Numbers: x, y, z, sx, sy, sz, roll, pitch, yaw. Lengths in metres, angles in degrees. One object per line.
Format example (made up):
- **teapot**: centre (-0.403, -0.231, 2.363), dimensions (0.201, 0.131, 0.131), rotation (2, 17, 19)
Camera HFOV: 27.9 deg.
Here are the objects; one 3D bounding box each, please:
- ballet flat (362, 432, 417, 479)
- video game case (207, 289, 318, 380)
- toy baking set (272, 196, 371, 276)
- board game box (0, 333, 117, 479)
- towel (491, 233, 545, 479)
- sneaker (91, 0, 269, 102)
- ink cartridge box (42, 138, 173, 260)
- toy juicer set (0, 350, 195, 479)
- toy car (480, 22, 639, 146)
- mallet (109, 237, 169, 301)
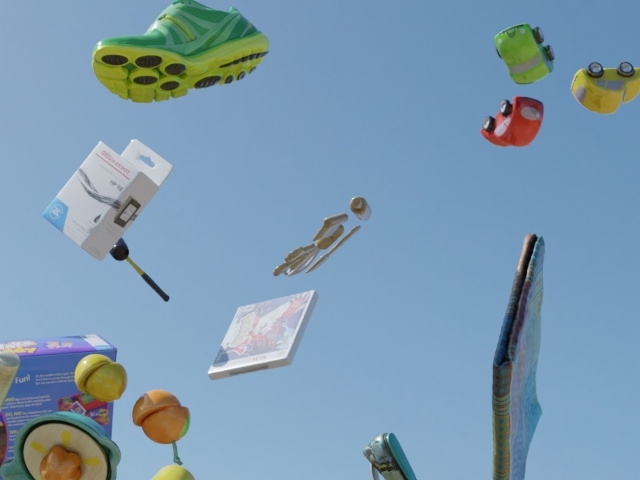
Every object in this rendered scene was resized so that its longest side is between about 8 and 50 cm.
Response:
- **ballet flat**: centre (0.123, 0.375, 1.896), dimensions (0.070, 0.188, 0.070), rotation (-28, -10, -5)
- **video game case**: centre (-0.110, 0.182, 2.493), dimensions (0.183, 0.201, 0.023), rotation (-14, -59, 28)
- **toy baking set**: centre (0.005, -0.004, 2.174), dimensions (0.196, 0.030, 0.256), rotation (-36, -10, 6)
- **board game box**: centre (-0.459, 0.261, 1.766), dimensions (0.347, 0.233, 0.078), rotation (-2, 13, -31)
- **towel**: centre (0.276, 0.211, 1.786), dimensions (0.040, 0.271, 0.370), rotation (7, -47, 15)
- **sneaker**: centre (-0.214, -0.280, 1.870), dimensions (0.295, 0.123, 0.109), rotation (-15, -28, -41)
- **ink cartridge box**: centre (-0.316, -0.073, 1.919), dimensions (0.104, 0.180, 0.060), rotation (35, -5, 32)
- **toy juicer set**: centre (-0.309, 0.234, 1.564), dimensions (0.329, 0.089, 0.209), rotation (11, -62, 10)
- **toy car**: centre (0.293, -0.204, 1.698), dimensions (0.239, 0.053, 0.225), rotation (-20, -34, 23)
- **mallet**: centre (-0.376, 0.058, 2.660), dimensions (0.190, 0.039, 0.062), rotation (51, -1, -40)
